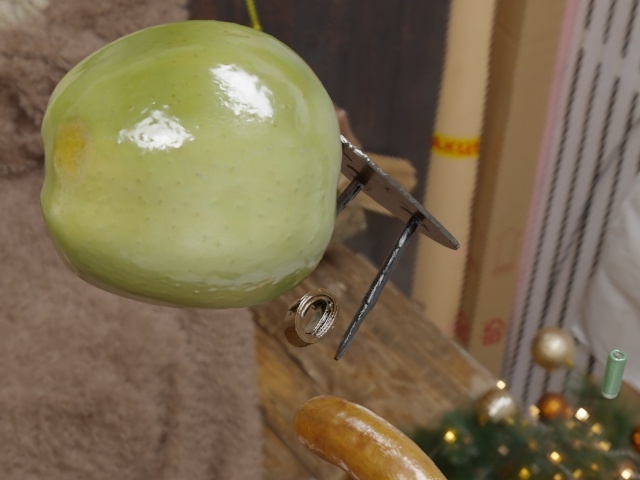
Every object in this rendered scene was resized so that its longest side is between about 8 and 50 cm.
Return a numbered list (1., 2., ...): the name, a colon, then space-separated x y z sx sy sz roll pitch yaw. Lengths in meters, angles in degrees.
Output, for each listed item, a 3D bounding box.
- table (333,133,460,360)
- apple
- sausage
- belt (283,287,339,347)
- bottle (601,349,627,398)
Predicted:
1. table: 0.000 0.000 1.878 0.249 0.317 0.317 -49 142 -3
2. apple: -0.151 -0.088 1.423 0.357 0.357 0.357 -25 136 -27
3. sausage: 0.069 0.305 1.755 0.109 0.270 0.109 -30 137 -33
4. belt: -0.014 0.098 1.579 0.059 0.036 0.083 45 55 -12
5. bottle: 0.473 0.217 1.999 0.030 0.030 0.083 -20 130 -32
